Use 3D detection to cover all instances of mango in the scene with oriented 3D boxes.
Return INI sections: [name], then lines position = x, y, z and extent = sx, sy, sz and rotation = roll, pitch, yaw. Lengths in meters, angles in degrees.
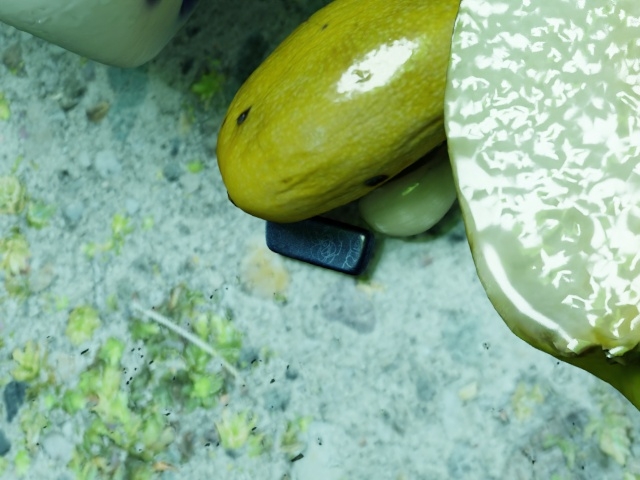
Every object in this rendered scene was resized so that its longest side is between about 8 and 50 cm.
[mango]
position = 0.036, -0.105, 0.973
extent = 0.262, 0.157, 0.109
rotation = -38, 103, 22

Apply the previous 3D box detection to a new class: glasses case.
[glasses case]
position = 0.000, 0.000, 1.037
extent = 0.083, 0.023, 0.033
rotation = 16, 102, 31

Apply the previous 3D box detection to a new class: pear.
[pear]
position = 0.257, -0.077, 0.835
extent = 0.340, 0.191, 0.386
rotation = 28, 86, 30

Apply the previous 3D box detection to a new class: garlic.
[garlic]
position = 0.063, -0.031, 1.006
extent = 0.083, 0.053, 0.041
rotation = -37, 107, 7

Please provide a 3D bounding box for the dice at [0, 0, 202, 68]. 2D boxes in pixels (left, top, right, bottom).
[dice]
position = -0.168, -0.298, 1.004
extent = 0.277, 0.304, 0.304
rotation = 27, 96, 2
